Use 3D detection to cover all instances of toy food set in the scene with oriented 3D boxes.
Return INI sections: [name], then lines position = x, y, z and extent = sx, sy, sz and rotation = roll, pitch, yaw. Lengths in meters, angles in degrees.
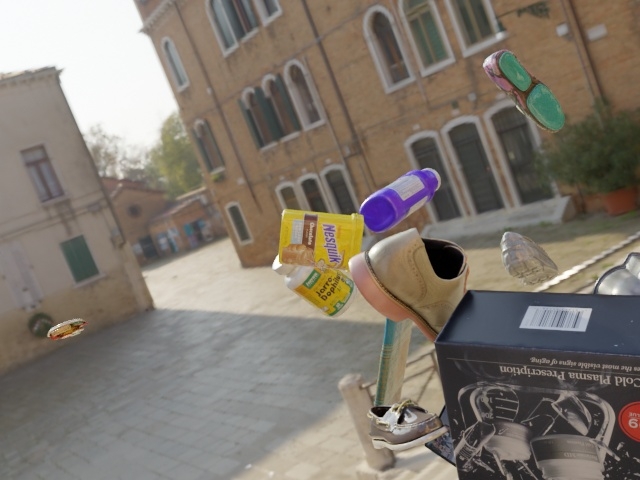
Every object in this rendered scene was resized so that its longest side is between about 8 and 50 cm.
[toy food set]
position = -0.529, 0.187, 1.446
extent = 0.083, 0.020, 0.083
rotation = -15, -15, -42

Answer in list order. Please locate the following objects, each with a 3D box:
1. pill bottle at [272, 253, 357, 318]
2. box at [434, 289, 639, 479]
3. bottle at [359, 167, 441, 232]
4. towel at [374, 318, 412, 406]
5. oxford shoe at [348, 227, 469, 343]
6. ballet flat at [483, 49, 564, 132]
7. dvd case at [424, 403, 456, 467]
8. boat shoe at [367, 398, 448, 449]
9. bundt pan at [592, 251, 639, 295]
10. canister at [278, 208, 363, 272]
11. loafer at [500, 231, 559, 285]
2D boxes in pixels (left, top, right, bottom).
[pill bottle]
position = -0.017, 0.099, 1.774
extent = 0.117, 0.208, 0.117
rotation = -45, 19, 20
[box]
position = 0.386, 0.257, 1.071
extent = 0.344, 0.312, 0.179
rotation = -1, 24, 31
[bottle]
position = 0.210, -0.110, 1.712
extent = 0.118, 0.092, 0.283
rotation = -36, -2, 41
[towel]
position = 0.204, 0.308, 1.917
extent = 0.040, 0.369, 0.271
rotation = 11, 8, 19
[oxford shoe]
position = 0.217, 0.087, 1.217
extent = 0.147, 0.140, 0.397
rotation = -37, -33, 21
[ballet flat]
position = 0.430, -0.316, 1.472
extent = 0.077, 0.221, 0.079
rotation = -52, 17, -9
[dvd case]
position = 0.389, 0.477, 1.627
extent = 0.253, 0.180, 0.022
rotation = 29, 10, 28
[boat shoe]
position = 0.192, 0.427, 1.620
extent = 0.117, 0.096, 0.324
rotation = -14, -12, -19
[bundt pan]
position = 0.604, 0.166, 1.135
extent = 0.331, 0.330, 0.124
rotation = -20, -4, 14
[canister]
position = 0.000, 0.000, 1.467
extent = 0.170, 0.126, 0.073
rotation = 5, 17, -1
[loafer]
position = 0.544, 0.049, 1.802
extent = 0.112, 0.111, 0.319
rotation = -22, -21, 21
